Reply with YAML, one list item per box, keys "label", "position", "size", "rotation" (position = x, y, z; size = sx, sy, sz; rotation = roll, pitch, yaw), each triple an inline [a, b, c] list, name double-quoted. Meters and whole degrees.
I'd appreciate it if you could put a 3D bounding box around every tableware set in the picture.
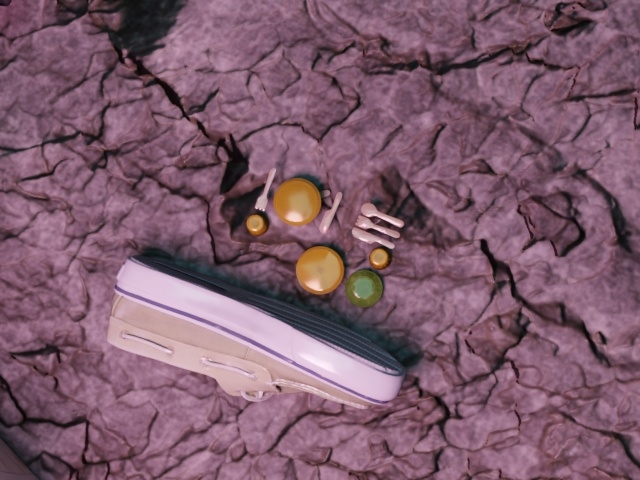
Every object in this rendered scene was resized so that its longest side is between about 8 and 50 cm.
- label: "tableware set"
  position: [0.000, 0.000, 1.382]
  size: [0.154, 0.024, 0.104]
  rotation: [22, 87, 7]

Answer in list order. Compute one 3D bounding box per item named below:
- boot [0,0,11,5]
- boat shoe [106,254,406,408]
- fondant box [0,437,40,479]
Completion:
- label: "boot"
  position: [-0.550, -0.143, 1.390]
  size: [0.367, 0.146, 0.445]
  rotation: [24, 80, 19]
- label: "boat shoe"
  position: [-0.066, 0.104, 1.341]
  size: [0.302, 0.109, 0.094]
  rotation: [21, 99, 17]
- label: "fondant box"
  position: [-0.410, 0.162, 1.284]
  size: [0.330, 0.238, 0.096]
  rotation: [44, 88, 10]
